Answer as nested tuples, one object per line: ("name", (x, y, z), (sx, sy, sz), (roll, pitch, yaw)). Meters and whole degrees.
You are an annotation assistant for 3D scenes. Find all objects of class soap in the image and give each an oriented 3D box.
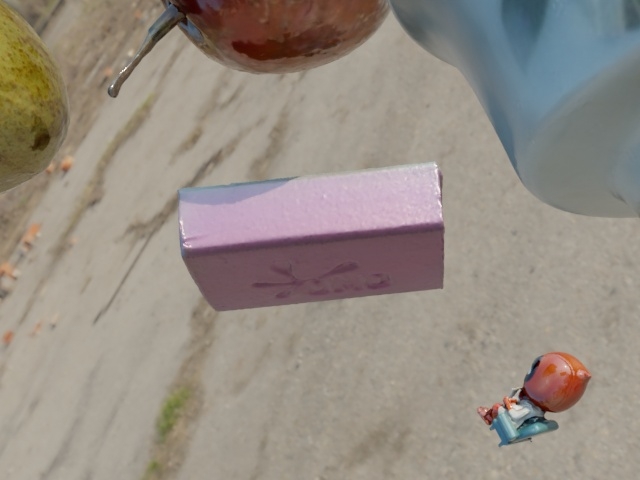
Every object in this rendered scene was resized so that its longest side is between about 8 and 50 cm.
("soap", (0.000, 0.002, 1.057), (0.181, 0.260, 0.081), (78, -172, -67))

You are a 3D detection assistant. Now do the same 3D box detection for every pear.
("pear", (-0.345, -0.141, 0.978), (0.188, 0.211, 0.228), (-43, 40, -2))

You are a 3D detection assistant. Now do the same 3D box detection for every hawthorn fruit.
("hawthorn fruit", (-0.058, -0.279, 0.984), (0.231, 0.263, 0.235), (-55, 40, 42))

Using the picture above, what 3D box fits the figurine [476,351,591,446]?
("figurine", (0.254, 0.183, 1.201), (0.140, 0.068, 0.075), (-47, 57, 29))

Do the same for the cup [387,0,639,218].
("cup", (0.215, -0.110, 0.509), (0.347, 0.347, 0.163), (-35, 60, 44))
